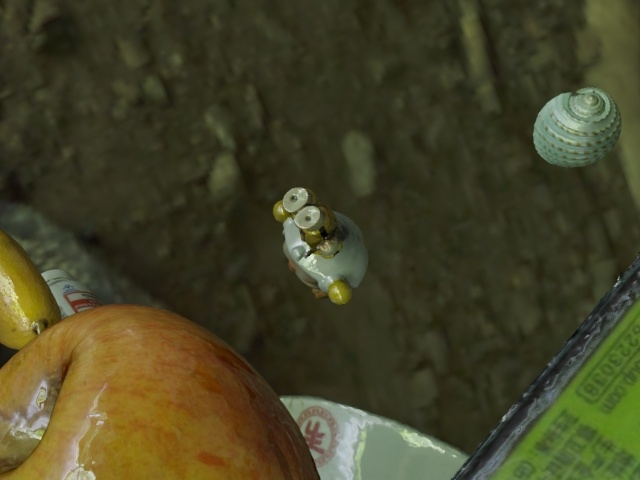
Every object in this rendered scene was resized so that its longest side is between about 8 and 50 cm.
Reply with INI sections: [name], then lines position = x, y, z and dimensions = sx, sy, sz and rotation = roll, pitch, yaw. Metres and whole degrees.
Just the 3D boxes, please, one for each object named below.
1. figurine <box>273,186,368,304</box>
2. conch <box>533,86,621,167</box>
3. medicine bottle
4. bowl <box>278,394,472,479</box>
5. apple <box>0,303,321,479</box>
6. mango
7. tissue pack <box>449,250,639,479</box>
[figurine]
position = -0.003, -0.004, 1.485
dimensions = 0.101, 0.068, 0.143
rotation = 54, -4, 47
[conch]
position = 0.231, -0.094, 1.603
dimensions = 0.056, 0.076, 0.085
rotation = -114, -163, -55
[medicine bottle]
position = -0.279, 0.094, 2.035
dimensions = 0.079, 0.079, 0.140
rotation = 37, 7, -43
[bowl]
position = 0.056, 0.314, 1.942
dimensions = 0.337, 0.337, 0.157
rotation = 43, 63, -38
[apple]
position = -0.131, 0.208, 1.346
dimensions = 0.275, 0.299, 0.299
rotation = 34, 45, -26
[mango]
position = -0.306, 0.040, 1.732
dimensions = 0.187, 0.066, 0.101
rotation = 51, -26, 35
[tissue pack]
position = 0.182, 0.170, 1.091
dimensions = 0.394, 0.124, 0.288
rotation = -49, 151, -12
